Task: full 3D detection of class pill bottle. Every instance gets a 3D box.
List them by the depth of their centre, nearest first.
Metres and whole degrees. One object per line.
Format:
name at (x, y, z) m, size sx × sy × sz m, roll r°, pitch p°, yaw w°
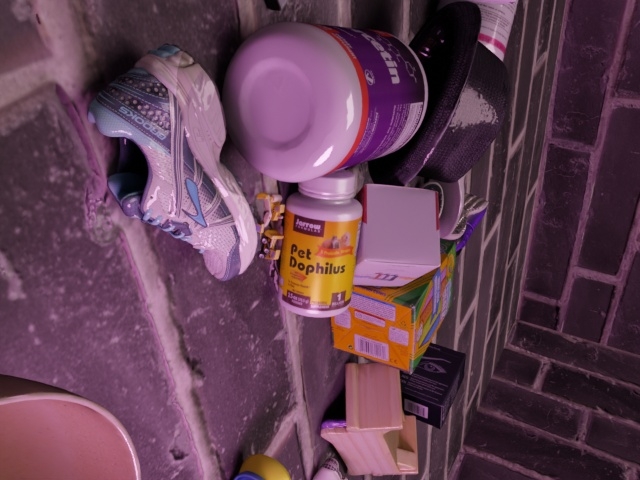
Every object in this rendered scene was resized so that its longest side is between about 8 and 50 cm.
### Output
pill bottle at (0.029, -0.190, 0.808) m, size 0.323 × 0.181 × 0.182 m, roll -28°, pitch 128°, yaw -57°
pill bottle at (0.000, 0.000, 0.926) m, size 0.117 × 0.117 × 0.215 m, roll -25°, pitch 125°, yaw -58°
pill bottle at (0.332, -0.515, 1.254) m, size 0.160 × 0.160 × 0.283 m, roll 9°, pitch 96°, yaw -64°

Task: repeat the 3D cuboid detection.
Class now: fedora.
fedora at (0.215, -0.220, 1.027) m, size 0.334 × 0.152 × 0.334 m, roll -161°, pitch -90°, yaw -73°

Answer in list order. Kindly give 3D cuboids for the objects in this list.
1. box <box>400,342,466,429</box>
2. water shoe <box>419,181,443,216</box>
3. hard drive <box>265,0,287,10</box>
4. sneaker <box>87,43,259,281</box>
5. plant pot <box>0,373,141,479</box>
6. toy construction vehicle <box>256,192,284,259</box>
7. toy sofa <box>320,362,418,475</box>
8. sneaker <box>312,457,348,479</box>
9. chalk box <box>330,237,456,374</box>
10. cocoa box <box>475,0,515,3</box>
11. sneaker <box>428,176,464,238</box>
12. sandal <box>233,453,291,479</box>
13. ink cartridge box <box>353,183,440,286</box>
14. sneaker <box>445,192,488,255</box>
box at (0.309, 0.401, 1.719) m, size 0.207 × 0.153 × 0.108 m, roll -48°, pitch 144°, yaw -41°
water shoe at (0.247, -0.045, 1.473) m, size 0.080 × 0.072 × 0.203 m, roll -81°, pitch -178°, yaw -81°
hard drive at (-0.041, -0.369, 0.752) m, size 0.135 × 0.022 × 0.094 m, roll -63°, pitch 152°, yaw -23°
sneaker at (-0.157, -0.054, 0.636) m, size 0.122 × 0.110 × 0.283 m, roll -38°, pitch 136°, yaw -25°
plant pot at (-0.285, 0.200, 0.383) m, size 0.284 × 0.190 × 0.284 m, roll -40°, pitch 138°, yaw -49°
toy construction vehicle at (-0.074, -0.018, 0.862) m, size 0.086 × 0.035 × 0.098 m, roll 3°, pitch 101°, yaw -64°
toy sofa at (0.120, 0.421, 1.399) m, size 0.363 × 0.177 × 0.150 m, roll 68°, pitch 20°, yaw -51°
sneaker at (0.034, 0.576, 1.354) m, size 0.235 × 0.090 × 0.095 m, roll 77°, pitch 28°, yaw -47°
chalk box at (0.162, 0.090, 1.232) m, size 0.289 × 0.180 × 0.179 m, roll -48°, pitch 144°, yaw -45°
cocoa box at (0.212, -0.575, 0.902) m, size 0.228 × 0.231 × 0.347 m, roll -63°, pitch 152°, yaw -23°
sneaker at (0.338, -0.156, 1.527) m, size 0.169 × 0.108 × 0.293 m, roll -25°, pitch 124°, yaw -54°
sandal at (-0.130, 0.505, 0.956) m, size 0.138 × 0.126 × 0.318 m, roll -15°, pitch 109°, yaw -57°
ink cartridge box at (0.107, -0.002, 1.015) m, size 0.176 × 0.127 × 0.128 m, roll 133°, pitch -41°, yaw -70°
sneaker at (0.375, -0.030, 1.695) m, size 0.293 × 0.102 × 0.146 m, roll -37°, pitch 143°, yaw -48°
